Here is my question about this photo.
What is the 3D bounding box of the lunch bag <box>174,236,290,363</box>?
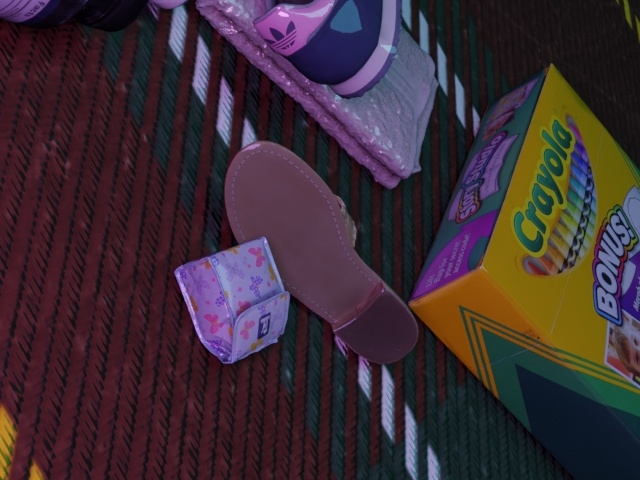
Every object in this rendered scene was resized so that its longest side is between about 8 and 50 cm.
[{"bbox_3d":[-0.062,0.047,0.902,0.071,0.053,0.083,-20,93,-50],"label":"lunch bag"}]

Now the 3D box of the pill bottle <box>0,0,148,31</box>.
[{"bbox_3d":[-0.227,-0.220,0.821,0.219,0.123,0.122,11,60,-45],"label":"pill bottle"}]

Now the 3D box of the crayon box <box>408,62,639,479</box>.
[{"bbox_3d":[0.271,0.037,1.236,0.313,0.106,0.363,47,40,-18],"label":"crayon box"}]

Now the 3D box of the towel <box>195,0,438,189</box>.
[{"bbox_3d":[0.009,-0.195,1.130,0.282,0.049,0.187,40,42,-25],"label":"towel"}]

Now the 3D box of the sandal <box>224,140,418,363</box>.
[{"bbox_3d":[-0.005,0.004,0.993,0.240,0.088,0.079,50,8,-25],"label":"sandal"}]

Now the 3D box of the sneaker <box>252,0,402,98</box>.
[{"bbox_3d":[-0.004,-0.288,1.049,0.131,0.112,0.318,23,51,-40],"label":"sneaker"}]

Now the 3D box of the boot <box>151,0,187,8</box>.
[{"bbox_3d":[-0.111,-0.275,1.030,0.086,0.069,0.189,29,52,-52],"label":"boot"}]
